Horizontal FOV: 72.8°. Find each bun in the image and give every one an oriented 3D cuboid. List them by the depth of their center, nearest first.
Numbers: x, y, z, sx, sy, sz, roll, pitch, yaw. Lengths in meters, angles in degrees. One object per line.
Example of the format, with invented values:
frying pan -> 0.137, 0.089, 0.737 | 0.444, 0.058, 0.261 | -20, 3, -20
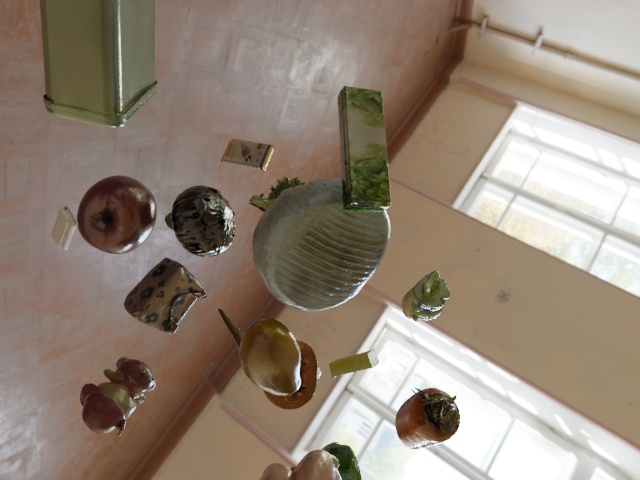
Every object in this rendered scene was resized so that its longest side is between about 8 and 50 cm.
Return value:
bun -> 0.000, 0.000, 1.101 | 0.362, 0.211, 0.361 | -7, 119, -13

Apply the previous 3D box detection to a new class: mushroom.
mushroom -> 0.366, 0.230, 1.554 | 0.154, 0.122, 0.154 | -21, 138, -20

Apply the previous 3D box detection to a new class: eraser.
eraser -> 0.098, 0.354, 1.249 | 0.123, 0.045, 0.097 | -20, 168, 16

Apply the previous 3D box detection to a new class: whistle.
whistle -> 0.281, 0.141, 1.112 | 0.105, 0.085, 0.227 | -40, 152, -16

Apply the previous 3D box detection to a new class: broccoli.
broccoli -> -0.136, -0.174, 1.779 | 0.273, 0.242, 0.180 | 26, 107, -28

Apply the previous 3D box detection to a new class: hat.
hat -> -0.098, 0.513, 1.612 | 0.233, 0.245, 0.233 | -60, 157, -22

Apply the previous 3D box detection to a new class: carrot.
carrot -> -0.297, 0.326, 1.519 | 0.049, 0.254, 0.049 | -29, 144, -23
carrot -> 0.412, 0.650, 1.619 | 0.193, 0.214, 0.331 | 0, 151, -16

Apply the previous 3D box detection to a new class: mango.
mango -> -0.108, 0.272, 0.978 | 0.099, 0.136, 0.227 | -91, 168, -55

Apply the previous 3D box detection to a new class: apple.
apple -> -0.786, -0.101, 1.697 | 0.305, 0.306, 0.235 | -63, 177, 8

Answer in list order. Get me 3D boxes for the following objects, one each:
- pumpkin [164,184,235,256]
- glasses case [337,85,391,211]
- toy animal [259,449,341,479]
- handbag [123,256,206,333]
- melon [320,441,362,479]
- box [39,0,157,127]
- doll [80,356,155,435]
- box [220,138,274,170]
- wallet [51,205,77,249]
pumpkin -> -0.495, -0.068, 1.743 | 0.296, 0.296, 0.295 | -48, 157, -29
glasses case -> 0.092, -0.199, 0.949 | 0.062, 0.096, 0.272 | 143, -52, -67
toy animal -> -0.047, 0.656, 1.097 | 0.221, 0.209, 0.230 | -38, 161, 33
handbag -> -0.587, 0.218, 1.657 | 0.251, 0.190, 0.193 | -52, 129, -19
melon -> 0.024, 0.750, 1.409 | 0.265, 0.129, 0.169 | 145, -48, -59
box -> -0.513, -0.497, 1.033 | 0.351, 0.178, 0.343 | -94, -164, -57
doll -> -0.699, 0.529, 1.486 | 0.255, 0.196, 0.152 | -55, 157, -45
box -> -0.352, -0.411, 2.059 | 0.033, 0.248, 0.129 | 60, 45, -65
wallet -> -0.635, -0.029, 1.076 | 0.122, 0.061, 0.025 | -42, 173, 39
